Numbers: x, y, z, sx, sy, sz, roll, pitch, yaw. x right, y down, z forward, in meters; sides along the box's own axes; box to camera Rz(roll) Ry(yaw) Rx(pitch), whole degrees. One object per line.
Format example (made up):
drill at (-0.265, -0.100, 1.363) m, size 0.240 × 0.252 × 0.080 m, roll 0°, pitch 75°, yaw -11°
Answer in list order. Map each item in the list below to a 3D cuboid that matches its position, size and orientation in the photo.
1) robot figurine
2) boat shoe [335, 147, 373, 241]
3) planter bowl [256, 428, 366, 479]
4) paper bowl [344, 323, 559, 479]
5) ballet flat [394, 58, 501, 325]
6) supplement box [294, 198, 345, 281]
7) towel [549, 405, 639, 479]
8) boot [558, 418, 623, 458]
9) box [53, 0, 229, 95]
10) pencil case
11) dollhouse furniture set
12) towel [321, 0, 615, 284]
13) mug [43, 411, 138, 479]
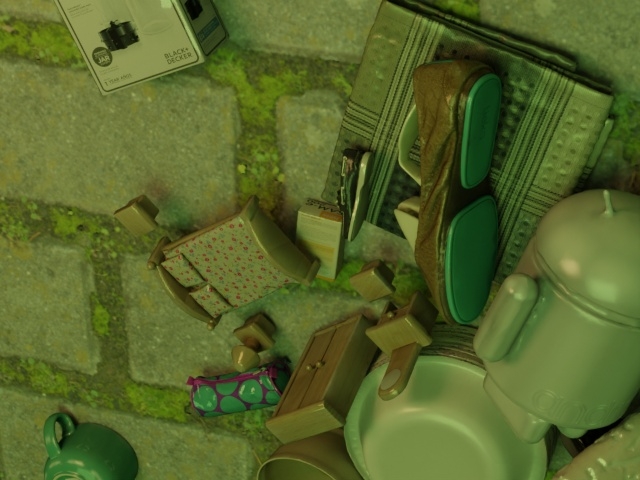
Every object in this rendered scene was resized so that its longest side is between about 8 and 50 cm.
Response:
robot figurine at (0.322, 0.084, 1.778) m, size 0.200 × 0.300 × 0.353 m, roll 53°, pitch 135°, yaw 38°
boat shoe at (0.038, -0.058, 1.874) m, size 0.038 × 0.046 × 0.125 m, roll 17°, pitch 122°, yaw 16°
planter bowl at (0.004, 0.334, 2.115) m, size 0.162 × 0.109 × 0.162 m, roll 17°, pitch 133°, yaw 20°
paper bowl at (0.170, 0.266, 1.997) m, size 0.284 × 0.148 × 0.284 m, roll 10°, pitch 121°, yaw 17°
ballet flat at (0.147, -0.064, 1.792) m, size 0.124 × 0.116 × 0.342 m, roll 22°, pitch 128°, yaw 37°
supplement box at (0.000, 0.000, 1.974) m, size 0.062 × 0.036 × 0.098 m, roll 16°, pitch 125°, yaw 12°
towel at (0.476, 0.339, 1.878) m, size 0.332 × 0.053 × 0.317 m, roll -40°, pitch 102°, yaw -2°
boot at (0.382, 0.388, 2.009) m, size 0.338 × 0.118 × 0.223 m, roll 50°, pitch 129°, yaw -6°
box at (-0.254, -0.344, 1.844) m, size 0.169 × 0.087 × 0.290 m, roll -15°, pitch 112°, yaw 28°
pencil case at (-0.113, 0.212, 2.126) m, size 0.152 × 0.064 × 0.070 m, roll -14°, pitch 128°, yaw 27°
dollhouse furniture set at (-0.080, 0.076, 1.919) m, size 0.303 × 0.174 × 0.355 m, roll -24°, pitch 118°, yaw 41°
towel at (0.179, -0.119, 1.836) m, size 0.312 × 0.056 × 0.324 m, roll 25°, pitch 127°, yaw 9°
mug at (-0.373, 0.356, 2.291) m, size 0.158 × 0.097 × 0.129 m, roll 26°, pitch 125°, yaw 5°
